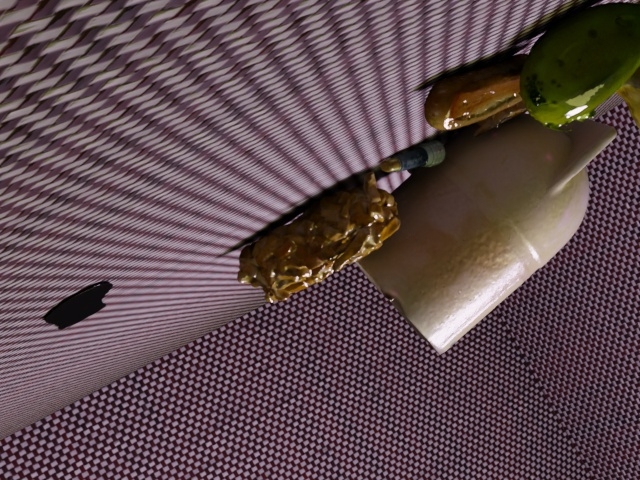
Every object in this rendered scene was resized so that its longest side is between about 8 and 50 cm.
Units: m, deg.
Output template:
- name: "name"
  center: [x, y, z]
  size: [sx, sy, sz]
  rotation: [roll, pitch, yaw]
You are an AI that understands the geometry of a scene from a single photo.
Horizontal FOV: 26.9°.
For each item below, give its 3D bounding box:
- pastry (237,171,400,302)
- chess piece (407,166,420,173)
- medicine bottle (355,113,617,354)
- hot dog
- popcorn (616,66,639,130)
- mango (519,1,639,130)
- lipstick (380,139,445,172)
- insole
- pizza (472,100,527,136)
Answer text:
- name: "pastry"
  center: [0.000, 0.000, 1.877]
  size: [0.250, 0.102, 0.154]
  rotation: [-30, 179, 34]
- name: "chess piece"
  center: [0.165, -0.120, 2.079]
  size: [0.092, 0.035, 0.035]
  rotation: [-20, 171, -46]
- name: "medicine bottle"
  center: [0.250, -0.046, 2.003]
  size: [0.406, 0.235, 0.236]
  rotation: [-41, 176, 0]
- name: "hot dog"
  center: [0.170, -0.160, 1.438]
  size: [0.216, 0.047, 0.066]
  rotation: [-26, 139, -50]
- name: "popcorn"
  center: [0.542, -0.205, 1.792]
  size: [0.312, 0.312, 0.312]
  rotation: [-29, 176, -2]
- name: "mango"
  center: [0.289, -0.197, 1.442]
  size: [0.178, 0.100, 0.119]
  rotation: [-35, 168, -13]
- name: "lipstick"
  center: [0.127, -0.113, 1.866]
  size: [0.116, 0.037, 0.037]
  rotation: [-20, 170, -46]
- name: "insole"
  center: [-0.282, 0.079, 1.561]
  size: [0.086, 0.005, 0.253]
  rotation: [-27, 175, -13]
- name: "pizza"
  center: [0.293, -0.202, 1.908]
  size: [0.176, 0.036, 0.185]
  rotation: [-28, 179, 17]
